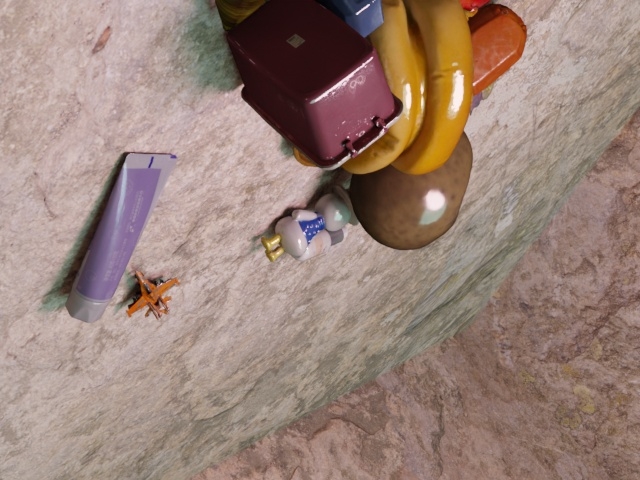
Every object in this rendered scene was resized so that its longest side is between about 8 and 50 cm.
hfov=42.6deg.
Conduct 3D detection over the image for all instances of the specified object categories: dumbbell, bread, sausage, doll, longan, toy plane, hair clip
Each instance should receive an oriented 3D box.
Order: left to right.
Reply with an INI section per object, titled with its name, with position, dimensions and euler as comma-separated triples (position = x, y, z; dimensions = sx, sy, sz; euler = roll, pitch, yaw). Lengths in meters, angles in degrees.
[toy plane]
position = -0.376, 0.105, 1.785
dimensions = 0.135, 0.062, 0.188
euler = -36, 142, -13
[doll]
position = -0.012, -0.046, 2.029
dimensions = 0.293, 0.119, 0.138
euler = -30, 138, -15
[bread]
position = 0.155, -0.329, 1.670
dimensions = 0.246, 0.328, 0.423
euler = 1, 140, -7
[dumbbell]
position = 0.132, -0.494, 1.421
dimensions = 0.325, 0.160, 0.144
euler = -38, 128, -8
[longan]
position = 0.222, -0.145, 1.968
dimensions = 0.350, 0.289, 0.288
euler = -62, 159, -9
[sausage]
position = 0.351, -0.423, 1.876
dimensions = 0.268, 0.153, 0.141
euler = -42, -174, -4
[hair clip]
position = 0.414, -0.407, 2.137
dimensions = 0.146, 0.056, 0.187
euler = -35, 154, -34

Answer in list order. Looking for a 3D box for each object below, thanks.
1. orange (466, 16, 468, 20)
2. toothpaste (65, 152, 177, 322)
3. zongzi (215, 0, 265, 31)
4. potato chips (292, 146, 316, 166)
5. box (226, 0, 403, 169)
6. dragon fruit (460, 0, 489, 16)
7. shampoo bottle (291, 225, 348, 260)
[orange]
position = 0.276, -0.486, 1.756
dimensions = 0.086, 0.086, 0.062
euler = -32, 115, -22
[toothpaste]
position = -0.382, -0.006, 1.556
dimensions = 0.125, 0.080, 0.371
euler = -6, 133, -54
[zongzi]
position = -0.013, -0.511, 1.162
dimensions = 0.403, 0.208, 0.432
euler = -47, 177, -14
[potato chips]
position = 0.012, -0.237, 1.799
dimensions = 0.202, 0.049, 0.150
euler = -31, 146, -27
[box]
position = -0.019, -0.281, 1.393
dimensions = 0.193, 0.294, 0.167
euler = -40, 146, -9
[dragon fruit]
position = 0.324, -0.532, 1.671
dimensions = 0.133, 0.208, 0.149
euler = 99, 1, -78
[shampoo bottle]
position = 0.000, 0.000, 2.163
dimensions = 0.192, 0.074, 0.074
euler = -18, 147, -45
